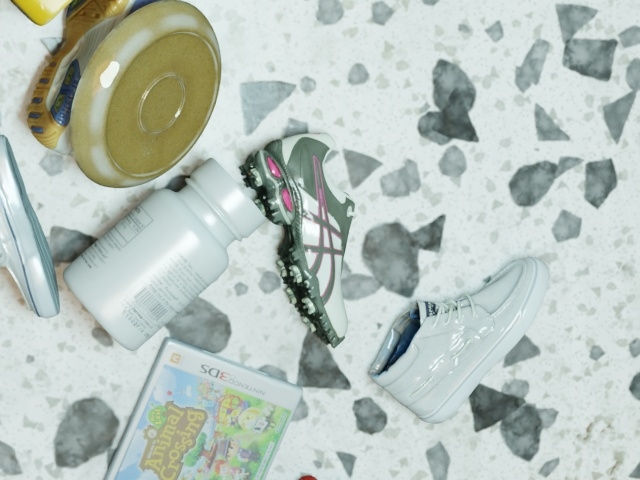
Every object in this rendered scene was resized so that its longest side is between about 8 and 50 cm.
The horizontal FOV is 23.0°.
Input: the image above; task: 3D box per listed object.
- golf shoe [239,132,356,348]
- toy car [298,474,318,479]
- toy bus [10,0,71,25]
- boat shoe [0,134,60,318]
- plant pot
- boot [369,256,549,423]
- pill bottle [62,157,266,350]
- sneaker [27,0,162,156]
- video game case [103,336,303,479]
[{"bbox_3d":[0.000,0.000,1.948,0.120,0.105,0.273,-23,106,-17],"label":"golf shoe"},{"bbox_3d":[0.004,0.371,2.013,0.182,0.159,0.136,18,57,-14],"label":"toy car"},{"bbox_3d":[-0.396,-0.394,1.750,0.108,0.130,0.332,-44,108,-3],"label":"toy bus"},{"bbox_3d":[-0.374,-0.010,1.868,0.076,0.083,0.226,-17,93,1],"label":"boat shoe"},{"bbox_3d":[-0.192,-0.162,1.822,0.236,0.032,0.236,-37,144,-34],"label":"plant pot"},{"bbox_3d":[0.176,0.106,2.014,0.123,0.095,0.258,36,91,-25],"label":"boot"},{"bbox_3d":[-0.183,0.012,1.885,0.229,0.131,0.131,-42,108,-3],"label":"pill bottle"},{"bbox_3d":[-0.232,-0.232,1.855,0.131,0.112,0.296,24,93,-39],"label":"sneaker"},{"bbox_3d":[-0.149,0.251,1.997,0.193,0.023,0.212,22,95,-17],"label":"video game case"}]
